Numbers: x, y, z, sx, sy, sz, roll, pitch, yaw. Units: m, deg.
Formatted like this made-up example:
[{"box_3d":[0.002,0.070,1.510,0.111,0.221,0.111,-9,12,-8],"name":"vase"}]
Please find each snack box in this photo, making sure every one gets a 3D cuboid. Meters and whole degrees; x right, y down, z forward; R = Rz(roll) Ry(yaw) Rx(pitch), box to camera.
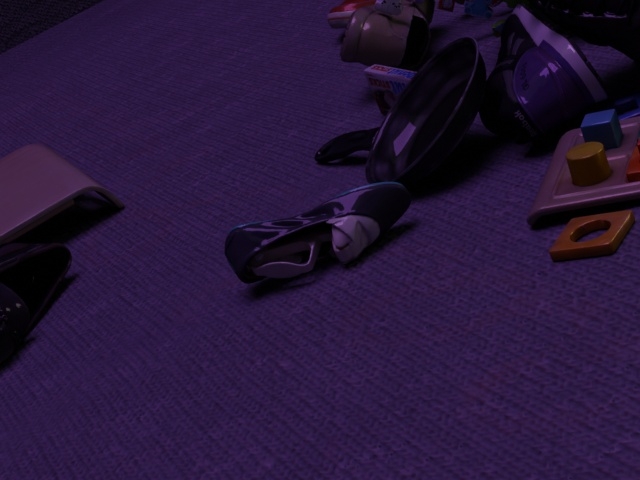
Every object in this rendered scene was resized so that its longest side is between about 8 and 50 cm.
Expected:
[{"box_3d":[0.109,-0.178,1.833,0.022,0.064,0.178,-29,20,-16],"name":"snack box"}]

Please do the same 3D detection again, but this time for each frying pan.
[{"box_3d":[0.083,-0.107,1.696,0.326,0.053,0.197,-41,24,43],"name":"frying pan"}]

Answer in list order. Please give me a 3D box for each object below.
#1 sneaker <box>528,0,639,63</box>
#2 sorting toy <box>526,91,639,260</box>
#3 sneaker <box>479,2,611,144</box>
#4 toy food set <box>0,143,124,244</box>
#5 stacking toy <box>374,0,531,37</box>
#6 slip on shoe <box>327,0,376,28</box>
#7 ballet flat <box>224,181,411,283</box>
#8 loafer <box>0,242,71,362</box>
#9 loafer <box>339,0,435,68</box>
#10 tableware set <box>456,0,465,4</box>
[{"box_3d":[0.298,-0.245,1.546,0.130,0.109,0.286,16,5,-26],"name":"sneaker"},{"box_3d":[0.297,-0.091,1.425,0.196,0.047,0.347,-15,23,27],"name":"sorting toy"},{"box_3d":[0.220,-0.183,1.668,0.124,0.107,0.283,-37,14,6],"name":"sneaker"},{"box_3d":[-0.448,-0.013,2.066,0.306,0.092,0.220,-33,33,-17],"name":"toy food set"},{"box_3d":[0.181,-0.337,2.021,0.221,0.052,0.167,13,26,2],"name":"stacking toy"},{"box_3d":[0.115,-0.434,2.407,0.123,0.101,0.331,-1,33,45],"name":"slip on shoe"},{"box_3d":[0.000,0.000,1.532,0.203,0.074,0.074,-16,21,8],"name":"ballet flat"},{"box_3d":[-0.372,0.069,1.730,0.095,0.109,0.302,-16,19,13],"name":"loafer"},{"box_3d":[0.110,-0.284,2.060,0.092,0.102,0.268,25,28,13],"name":"loafer"},{"box_3d":[0.177,-0.385,2.119,0.168,0.141,0.020,109,179,-63],"name":"tableware set"}]
